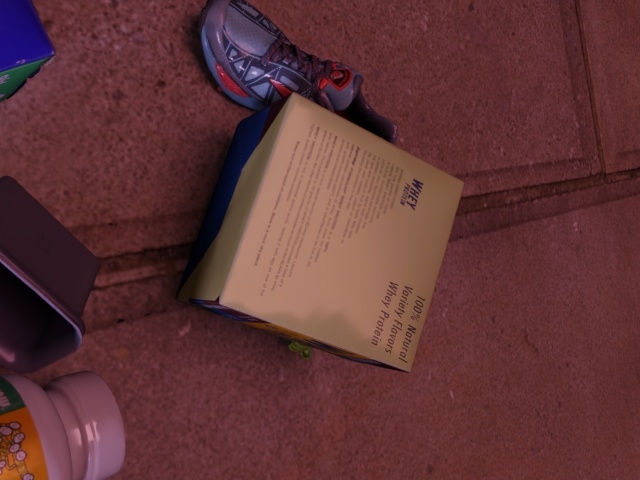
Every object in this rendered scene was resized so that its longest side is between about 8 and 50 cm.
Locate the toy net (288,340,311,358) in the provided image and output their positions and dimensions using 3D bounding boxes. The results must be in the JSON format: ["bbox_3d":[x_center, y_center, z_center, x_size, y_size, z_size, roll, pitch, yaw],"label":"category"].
[{"bbox_3d":[-0.028,0.006,0.779,0.122,0.045,0.232,-26,100,-25],"label":"toy net"}]

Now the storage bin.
[{"bbox_3d":[-0.241,0.023,0.546,0.135,0.098,0.091,51,26,-26],"label":"storage bin"}]

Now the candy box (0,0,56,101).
[{"bbox_3d":[-0.371,-0.175,0.418,0.317,0.122,0.268,-34,106,-40],"label":"candy box"}]

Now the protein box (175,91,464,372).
[{"bbox_3d":[0.000,0.000,0.691,0.201,0.136,0.199,23,77,-24],"label":"protein box"}]

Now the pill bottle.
[{"bbox_3d":[-0.250,0.161,0.491,0.209,0.118,0.117,-12,93,-43],"label":"pill bottle"}]

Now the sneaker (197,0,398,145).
[{"bbox_3d":[-0.011,-0.174,0.757,0.262,0.125,0.104,39,59,-33],"label":"sneaker"}]
